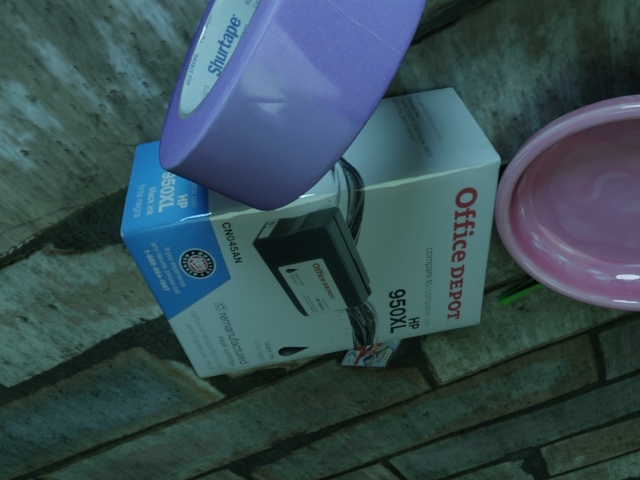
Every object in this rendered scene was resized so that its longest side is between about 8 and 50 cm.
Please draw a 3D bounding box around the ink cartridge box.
[{"bbox_3d":[0.000,0.000,0.657,0.394,0.166,0.286,-11,134,-1],"label":"ink cartridge box"}]

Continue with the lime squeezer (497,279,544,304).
[{"bbox_3d":[0.399,0.003,0.824,0.109,0.059,0.311,24,133,11],"label":"lime squeezer"}]

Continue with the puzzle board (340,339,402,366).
[{"bbox_3d":[0.101,0.200,0.970,0.096,0.011,0.128,7,131,-16],"label":"puzzle board"}]

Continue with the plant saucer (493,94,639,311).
[{"bbox_3d":[0.401,-0.046,0.668,0.331,0.084,0.332,17,140,15],"label":"plant saucer"}]

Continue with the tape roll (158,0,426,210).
[{"bbox_3d":[-0.034,-0.166,0.420,0.090,0.275,0.275,24,125,-28],"label":"tape roll"}]
